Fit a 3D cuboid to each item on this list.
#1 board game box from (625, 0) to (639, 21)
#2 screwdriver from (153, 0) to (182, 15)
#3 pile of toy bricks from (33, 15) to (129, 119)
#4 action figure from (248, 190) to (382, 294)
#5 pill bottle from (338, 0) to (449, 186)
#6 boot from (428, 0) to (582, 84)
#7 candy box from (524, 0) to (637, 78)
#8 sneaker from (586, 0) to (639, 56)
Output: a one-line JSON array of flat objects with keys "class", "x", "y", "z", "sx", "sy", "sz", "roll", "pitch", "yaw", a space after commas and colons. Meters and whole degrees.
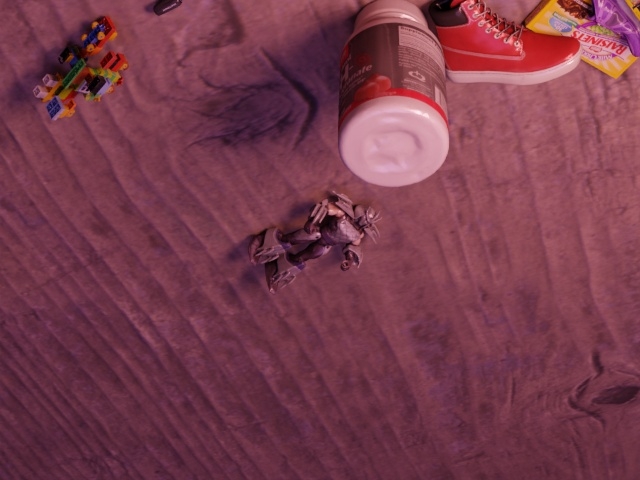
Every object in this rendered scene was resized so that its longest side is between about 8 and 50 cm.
[{"class": "board game box", "x": 0.524, "y": -0.391, "z": 1.884, "sx": 0.048, "sy": 0.141, "sz": 0.170, "roll": -31, "pitch": 128, "yaw": 24}, {"class": "screwdriver", "x": -0.210, "y": -0.422, "z": 1.980, "sx": 0.170, "sy": 0.024, "sz": 0.025, "roll": -19, "pitch": 103, "yaw": 19}, {"class": "pile of toy bricks", "x": -0.401, "y": -0.289, "z": 2.085, "sx": 0.212, "sy": 0.118, "sz": 0.105, "roll": -42, "pitch": 154, "yaw": 26}, {"class": "action figure", "x": 0.000, "y": 0.000, "z": 2.364, "sx": 0.285, "sy": 0.099, "sz": 0.185, "roll": -25, "pitch": 125, "yaw": 22}, {"class": "pill bottle", "x": 0.118, "y": -0.254, "z": 1.923, "sx": 0.176, "sy": 0.318, "sz": 0.176, "roll": 1, "pitch": 136, "yaw": 1}, {"class": "boot", "x": 0.308, "y": -0.353, "z": 1.957, "sx": 0.244, "sy": 0.088, "sz": 0.176, "roll": 1, "pitch": 136, "yaw": 24}, {"class": "candy box", "x": 0.463, "y": -0.361, "z": 2.005, "sx": 0.206, "sy": 0.027, "sz": 0.105, "roll": 24, "pitch": 135, "yaw": -21}, {"class": "sneaker", "x": 0.485, "y": -0.372, "z": 1.943, "sx": 0.071, "sy": 0.068, "sz": 0.170, "roll": -35, "pitch": 105, "yaw": 14}]
